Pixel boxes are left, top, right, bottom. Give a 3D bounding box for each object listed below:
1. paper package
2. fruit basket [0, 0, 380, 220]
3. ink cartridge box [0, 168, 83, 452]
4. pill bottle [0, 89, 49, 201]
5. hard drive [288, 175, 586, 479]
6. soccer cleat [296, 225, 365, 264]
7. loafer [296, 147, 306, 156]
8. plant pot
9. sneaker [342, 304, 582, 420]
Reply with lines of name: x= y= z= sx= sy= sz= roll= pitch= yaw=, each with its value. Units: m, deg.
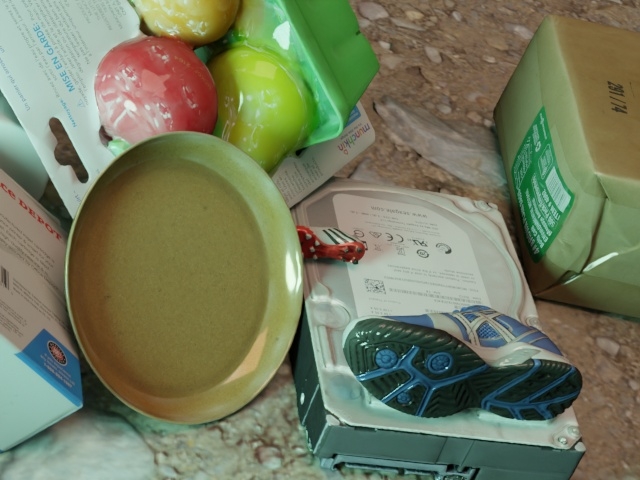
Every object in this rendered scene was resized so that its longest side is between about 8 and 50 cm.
paper package: x=0.363 y=-0.072 z=1.547 sx=0.309 sy=0.168 sz=0.325 roll=11 pitch=38 yaw=-11
fruit basket: x=-0.126 y=-0.150 z=1.286 sx=0.353 sy=0.165 sz=0.327 roll=-38 pitch=107 yaw=-33
ink cartridge box: x=-0.263 y=0.036 z=1.111 sx=0.148 sy=0.086 sz=0.203 roll=48 pitch=16 yaw=-38
pill bottle: x=-0.345 y=-0.150 z=1.290 sx=0.176 sy=0.176 sz=0.319 roll=-3 pitch=42 yaw=-29
hard drive: x=0.085 y=0.071 z=1.314 sx=0.236 sy=0.064 sz=0.339 roll=9 pitch=39 yaw=-16
soccer cleat: x=0.000 y=0.000 z=1.288 sx=0.083 sy=0.029 sz=0.036 roll=10 pitch=28 yaw=-19
loafer: x=-0.047 y=-0.141 z=1.505 sx=0.078 sy=0.080 sz=0.220 roll=-14 pitch=48 yaw=-37
plant pot: x=-0.112 y=0.030 z=1.178 sx=0.236 sy=0.236 sz=0.032 roll=-18 pitch=10 yaw=-41
sneaker: x=0.109 y=0.095 z=1.186 sx=0.211 sy=0.080 sz=0.081 roll=14 pitch=30 yaw=-25
